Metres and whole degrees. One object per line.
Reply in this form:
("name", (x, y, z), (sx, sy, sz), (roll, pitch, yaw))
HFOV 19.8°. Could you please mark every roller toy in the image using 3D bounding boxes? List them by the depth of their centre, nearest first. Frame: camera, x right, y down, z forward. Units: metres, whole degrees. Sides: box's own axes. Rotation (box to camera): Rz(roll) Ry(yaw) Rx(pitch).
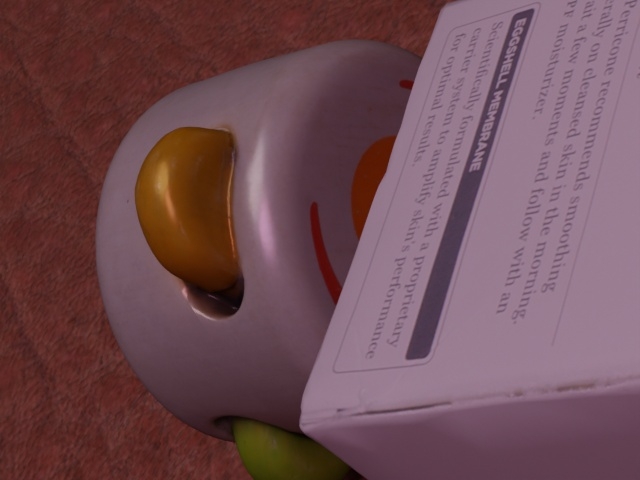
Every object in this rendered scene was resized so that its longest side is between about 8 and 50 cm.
("roller toy", (0.000, 0.000, 0.903), (0.146, 0.209, 0.191), (-12, 32, 43))

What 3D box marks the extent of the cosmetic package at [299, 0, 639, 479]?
("cosmetic package", (0.162, 0.031, 0.444), (0.225, 0.224, 0.138), (-10, 50, 45))
